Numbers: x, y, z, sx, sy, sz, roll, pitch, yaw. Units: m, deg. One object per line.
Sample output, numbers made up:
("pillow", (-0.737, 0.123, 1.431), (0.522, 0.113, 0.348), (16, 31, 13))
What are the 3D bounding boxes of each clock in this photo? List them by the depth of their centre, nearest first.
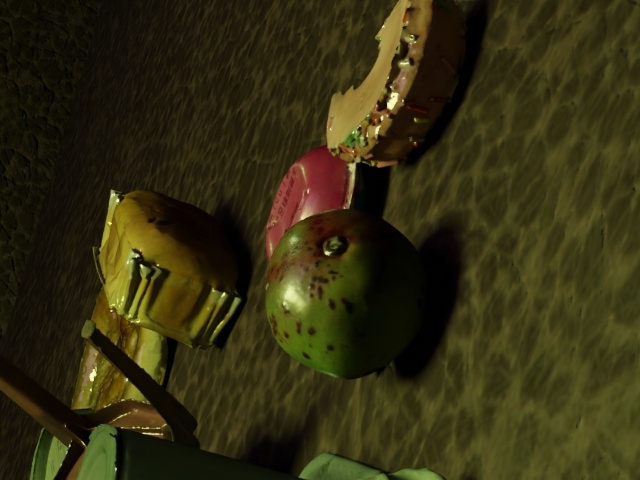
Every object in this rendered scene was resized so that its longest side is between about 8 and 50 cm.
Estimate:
("clock", (-0.299, 0.308, 1.702), (0.215, 0.042, 0.215), (-14, 74, 61))

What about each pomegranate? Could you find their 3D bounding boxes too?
("pomegranate", (0.015, 0.041, 1.024), (0.130, 0.130, 0.130), (-56, 22, 38))

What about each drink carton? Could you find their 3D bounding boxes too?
("drink carton", (-0.084, 0.229, 1.020), (0.191, 0.189, 0.185), (180, 103, -72))

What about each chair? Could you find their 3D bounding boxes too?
("chair", (-0.173, 0.219, 1.198), (0.183, 0.326, 0.176), (2, 58, 46))

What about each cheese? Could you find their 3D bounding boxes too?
("cheese", (0.000, 0.000, 1.204), (0.155, 0.062, 0.244), (-62, 20, 25))

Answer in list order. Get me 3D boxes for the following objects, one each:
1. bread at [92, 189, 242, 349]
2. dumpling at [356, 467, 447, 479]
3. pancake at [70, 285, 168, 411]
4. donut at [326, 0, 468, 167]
("bread", (-0.167, 0.023, 1.559), (0.107, 0.136, 0.241), (-65, 19, 11))
("dumpling", (0.013, 0.234, 0.843), (0.219, 0.152, 0.108), (-44, -24, -6))
("pancake", (-0.268, 0.169, 1.824), (0.356, 0.065, 0.356), (-165, 90, -73))
("donut", (0.061, -0.114, 1.134), (0.166, 0.065, 0.117), (-53, 23, 43))
